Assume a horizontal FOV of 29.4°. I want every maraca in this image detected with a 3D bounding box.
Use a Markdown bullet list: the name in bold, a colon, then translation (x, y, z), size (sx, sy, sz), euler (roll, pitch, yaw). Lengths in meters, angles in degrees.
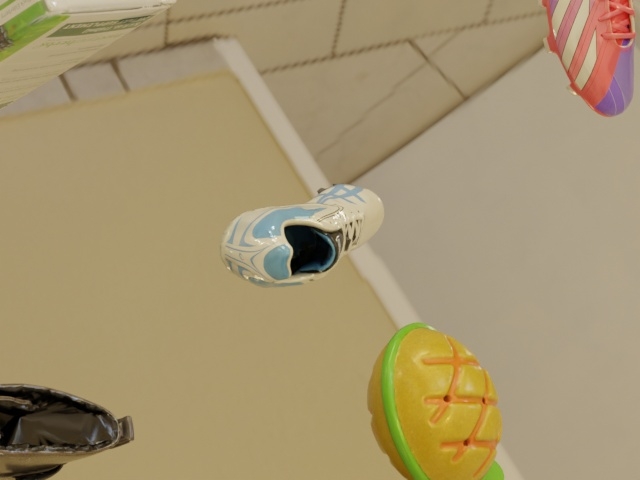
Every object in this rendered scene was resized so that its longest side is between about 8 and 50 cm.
- **maraca**: translation (0.100, 0.155, 0.977), size (0.099, 0.186, 0.127), euler (-18, -170, 39)

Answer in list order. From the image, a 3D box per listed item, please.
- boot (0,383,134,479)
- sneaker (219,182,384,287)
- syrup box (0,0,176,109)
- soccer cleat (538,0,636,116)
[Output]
- **boot**: translation (-0.292, 0.145, 0.848), size (0.263, 0.091, 0.229), euler (7, 155, -41)
- **sneaker**: translation (0.000, 0.000, 1.165), size (0.237, 0.086, 0.085), euler (-18, 126, -55)
- **syrup box**: translation (-0.200, -0.113, 0.631), size (0.237, 0.096, 0.093), euler (-23, 178, 34)
- **soccer cleat**: translation (0.241, -0.233, 1.061), size (0.095, 0.248, 0.083), euler (-15, 178, 44)
